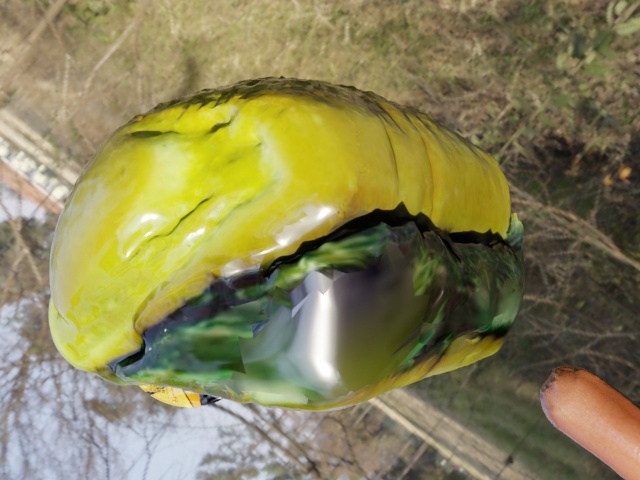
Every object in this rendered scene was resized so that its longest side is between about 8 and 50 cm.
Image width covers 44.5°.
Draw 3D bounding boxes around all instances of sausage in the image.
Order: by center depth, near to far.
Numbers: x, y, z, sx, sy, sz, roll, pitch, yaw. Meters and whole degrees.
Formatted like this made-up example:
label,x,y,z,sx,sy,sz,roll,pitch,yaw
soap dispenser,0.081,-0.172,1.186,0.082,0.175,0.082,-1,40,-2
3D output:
label,x,y,z,sx,sy,sz,roll,pitch,yaw
sausage,0.324,0.209,0.842,0.194,0.077,0.077,37,174,15

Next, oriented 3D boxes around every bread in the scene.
label,x,y,z,sx,sy,sz,roll,pitch,yaw
bread,0.000,0.000,0.557,0.251,0.208,0.376,-3,-179,30

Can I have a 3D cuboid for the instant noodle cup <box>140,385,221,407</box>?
label,x,y,z,sx,sy,sz,roll,pitch,yaw
instant noodle cup,-0.137,0.102,0.881,0.151,0.151,0.122,41,-179,1
